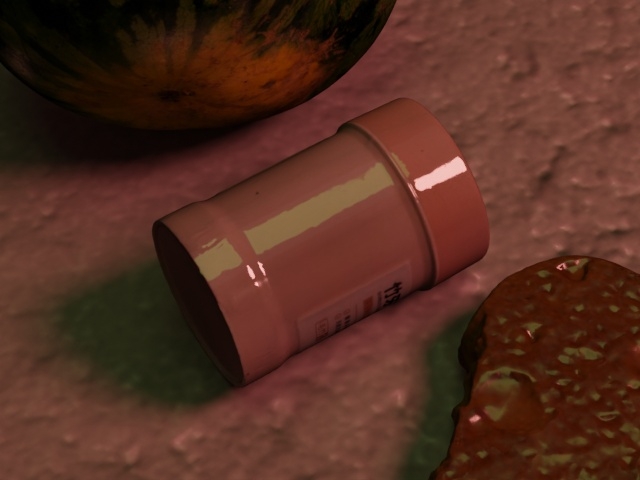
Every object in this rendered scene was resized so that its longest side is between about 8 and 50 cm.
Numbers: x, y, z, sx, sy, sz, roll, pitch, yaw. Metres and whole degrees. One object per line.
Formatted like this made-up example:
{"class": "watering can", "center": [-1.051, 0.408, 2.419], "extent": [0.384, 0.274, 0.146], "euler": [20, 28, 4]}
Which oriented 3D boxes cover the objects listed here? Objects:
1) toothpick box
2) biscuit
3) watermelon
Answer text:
{"class": "toothpick box", "center": [0.000, 0.000, 0.901], "extent": [0.149, 0.098, 0.098], "euler": [-27, 52, -16]}
{"class": "biscuit", "center": [0.126, 0.104, 0.835], "extent": [0.183, 0.047, 0.320], "euler": [30, 59, 30]}
{"class": "watermelon", "center": [-0.079, -0.185, 0.967], "extent": [0.269, 0.269, 0.269], "euler": [-3, 49, 4]}
